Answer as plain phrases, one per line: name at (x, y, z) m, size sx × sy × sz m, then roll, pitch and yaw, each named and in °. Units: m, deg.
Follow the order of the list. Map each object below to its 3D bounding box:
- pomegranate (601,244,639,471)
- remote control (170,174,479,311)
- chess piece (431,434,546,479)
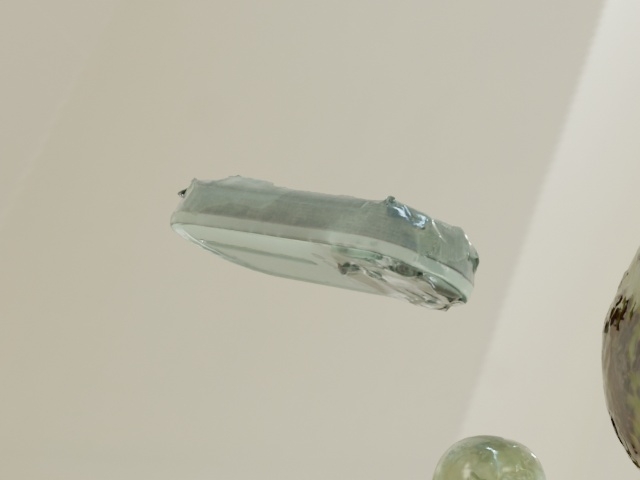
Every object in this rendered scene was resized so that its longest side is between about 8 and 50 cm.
pomegranate at (0.269, 0.042, 0.871) m, size 0.285 × 0.341 × 0.285 m, roll -4°, pitch -102°, yaw 17°
remote control at (0.000, 0.000, 1.219) m, size 0.247 × 0.104 × 0.052 m, roll 10°, pitch -106°, yaw 42°
chess piece at (0.128, 0.278, 1.468) m, size 0.133 × 0.133 × 0.243 m, roll -2°, pitch -105°, yaw 46°
